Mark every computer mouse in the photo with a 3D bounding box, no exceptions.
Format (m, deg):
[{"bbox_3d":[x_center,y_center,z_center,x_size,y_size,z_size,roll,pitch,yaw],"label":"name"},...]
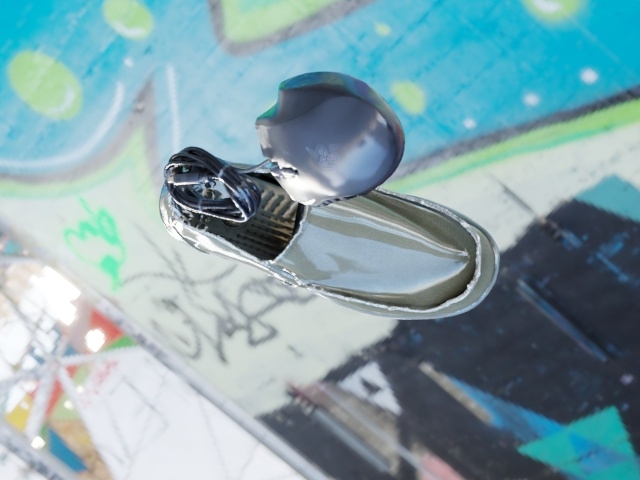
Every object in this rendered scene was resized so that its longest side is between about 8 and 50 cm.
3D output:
[{"bbox_3d":[-0.036,-0.042,0.685,0.041,0.071,0.242,-41,-166,-29],"label":"computer mouse"}]

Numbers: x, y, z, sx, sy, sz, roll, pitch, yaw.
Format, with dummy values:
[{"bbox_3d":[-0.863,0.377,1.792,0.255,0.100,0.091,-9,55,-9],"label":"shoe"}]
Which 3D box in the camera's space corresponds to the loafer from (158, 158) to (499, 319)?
[{"bbox_3d":[0.000,0.000,0.842,0.087,0.251,0.094,0,101,-83],"label":"loafer"}]
